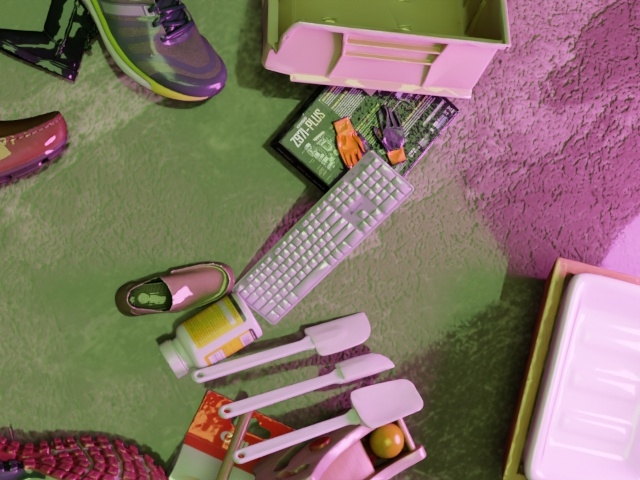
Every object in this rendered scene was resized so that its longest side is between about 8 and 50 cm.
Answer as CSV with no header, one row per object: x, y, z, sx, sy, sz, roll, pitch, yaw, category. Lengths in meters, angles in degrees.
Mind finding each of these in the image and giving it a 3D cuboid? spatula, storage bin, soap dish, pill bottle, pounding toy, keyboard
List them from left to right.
-0.135,0.117,1.457,0.116,0.065,0.065,-31,98,-8,pill bottle
-0.017,0.175,1.428,0.242,0.019,0.168,-15,53,-22,spatula
-0.016,0.254,1.419,0.270,0.154,0.154,-28,98,-23,pounding toy
0.000,0.000,1.449,0.072,0.014,0.256,43,112,-7,keyboard
0.068,-0.317,1.396,0.260,0.123,0.262,4,65,-11,storage bin
0.362,0.186,1.526,0.229,0.118,0.290,14,90,-11,soap dish

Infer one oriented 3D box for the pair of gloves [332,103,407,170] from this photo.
0.060,-0.119,1.430,0.083,0.010,0.074,-17,95,-10,pair of gloves

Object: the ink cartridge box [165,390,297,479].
-0.113,0.297,1.481,0.145,0.045,0.179,27,90,-11,ink cartridge box

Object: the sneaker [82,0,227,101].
-0.207,-0.290,1.380,0.300,0.121,0.111,50,48,-10,sneaker

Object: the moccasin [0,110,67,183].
-0.481,-0.122,1.356,0.380,0.139,0.147,-3,102,-1,moccasin

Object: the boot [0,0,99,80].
-0.320,-0.253,1.417,0.121,0.045,0.099,22,91,-18,boot

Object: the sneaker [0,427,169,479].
-0.324,0.297,1.414,0.299,0.121,0.112,5,109,-5,sneaker

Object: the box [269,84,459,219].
0.053,-0.138,1.474,0.147,0.077,0.180,40,85,-10,box

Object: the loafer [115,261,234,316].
-0.174,0.064,1.455,0.148,0.050,0.056,-16,95,-9,loafer
